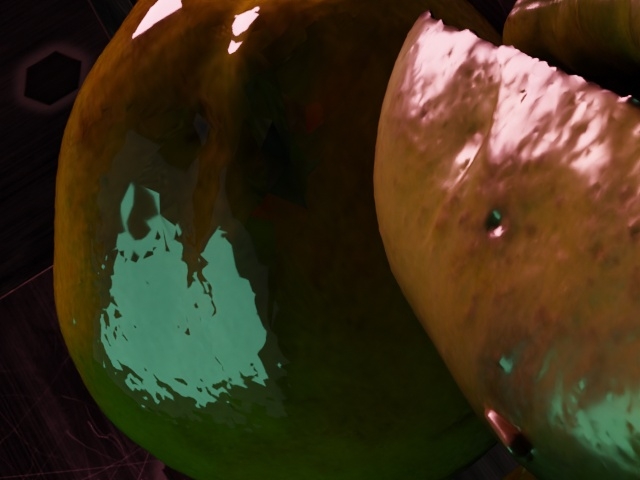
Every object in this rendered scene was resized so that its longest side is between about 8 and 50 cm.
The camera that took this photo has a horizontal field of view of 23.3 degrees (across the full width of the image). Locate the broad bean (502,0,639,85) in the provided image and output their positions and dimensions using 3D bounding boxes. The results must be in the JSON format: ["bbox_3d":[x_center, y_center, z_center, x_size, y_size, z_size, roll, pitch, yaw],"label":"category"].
[{"bbox_3d":[0.102,-0.067,0.518,0.256,0.052,0.053,-150,68,-81],"label":"broad bean"}]

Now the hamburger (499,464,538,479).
[{"bbox_3d":[0.140,0.177,0.612,0.163,0.244,0.244,49,179,-35],"label":"hamburger"}]

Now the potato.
[{"bbox_3d":[0.102,0.032,0.512,0.160,0.111,0.272,41,178,-39],"label":"potato"}]

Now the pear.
[{"bbox_3d":[0.000,0.000,0.761,0.269,0.269,0.321,51,152,47],"label":"pear"}]
